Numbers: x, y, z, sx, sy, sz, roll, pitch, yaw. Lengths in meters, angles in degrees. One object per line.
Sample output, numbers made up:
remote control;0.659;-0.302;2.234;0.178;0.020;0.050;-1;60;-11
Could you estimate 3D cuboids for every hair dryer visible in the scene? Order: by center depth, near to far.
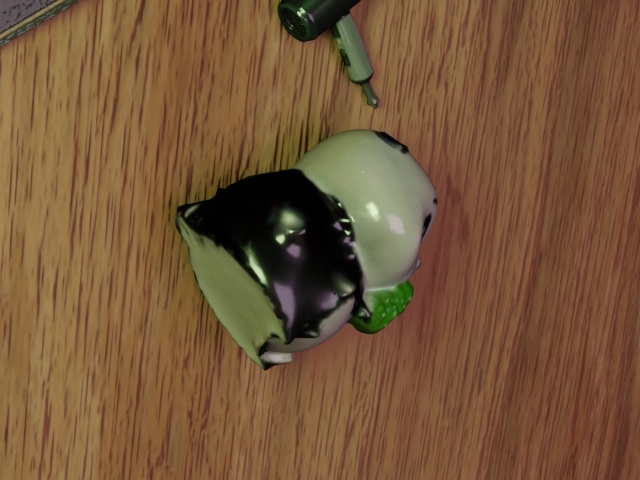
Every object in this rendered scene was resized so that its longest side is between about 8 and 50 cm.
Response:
hair dryer;0.028;-0.214;1.428;0.100;0.057;0.197;-44;134;-17

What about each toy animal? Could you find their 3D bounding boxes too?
toy animal;0.006;0.007;1.381;0.267;0.212;0.212;-26;121;-23

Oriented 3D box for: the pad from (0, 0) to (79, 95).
pad;-0.278;-0.255;1.120;0.375;0.063;0.314;-35;126;-18
